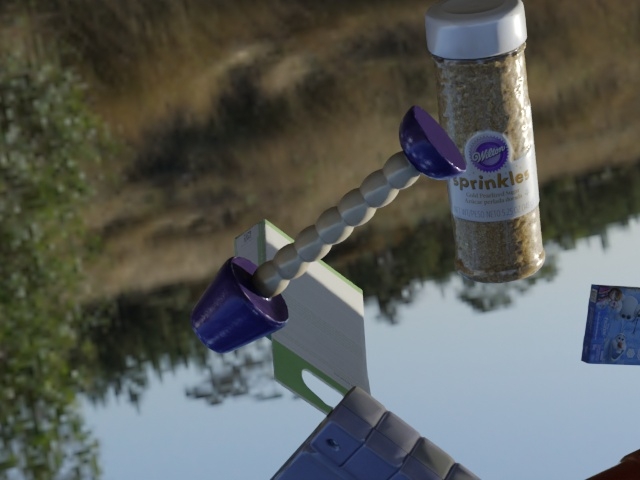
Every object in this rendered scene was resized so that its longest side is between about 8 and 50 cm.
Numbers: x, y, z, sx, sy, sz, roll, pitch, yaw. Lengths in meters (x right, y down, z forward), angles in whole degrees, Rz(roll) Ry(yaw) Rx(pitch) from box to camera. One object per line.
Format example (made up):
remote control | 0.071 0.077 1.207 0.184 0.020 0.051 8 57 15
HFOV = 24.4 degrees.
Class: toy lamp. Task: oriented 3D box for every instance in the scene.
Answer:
toy lamp | 0.000 0.000 1.267 0.275 0.080 0.080 -39 167 19

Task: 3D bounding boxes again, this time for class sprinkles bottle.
sprinkles bottle | 0.210 -0.126 1.857 0.121 0.355 0.121 -8 -155 4

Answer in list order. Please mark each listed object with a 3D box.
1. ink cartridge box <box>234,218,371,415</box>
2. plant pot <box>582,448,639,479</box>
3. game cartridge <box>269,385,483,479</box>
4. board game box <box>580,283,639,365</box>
ink cartridge box | -0.017 0.109 1.603 0.056 0.235 0.171 -33 129 27
plant pot | 0.304 0.363 1.552 0.265 0.272 0.272 -17 179 -11
game cartridge | 0.048 0.288 1.387 0.068 0.230 0.355 -47 175 -35
board game box | 0.346 0.097 1.691 0.090 0.090 0.020 3 -172 -22
